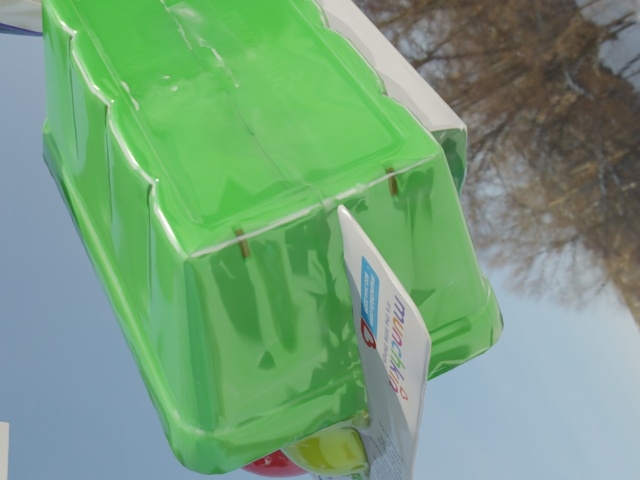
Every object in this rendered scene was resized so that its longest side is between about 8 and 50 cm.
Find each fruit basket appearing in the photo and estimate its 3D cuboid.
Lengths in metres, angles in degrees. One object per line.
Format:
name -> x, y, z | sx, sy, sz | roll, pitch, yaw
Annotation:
fruit basket -> -0.019, 0.029, 0.510 | 0.327, 0.165, 0.353 | 56, 168, 38

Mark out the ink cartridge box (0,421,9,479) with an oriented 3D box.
ink cartridge box -> -0.524, 0.415, 1.115 | 0.160, 0.279, 0.384 | 20, -120, -51

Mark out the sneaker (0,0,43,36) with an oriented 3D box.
sneaker -> -0.312, -0.183, 0.678 | 0.323, 0.236, 0.130 | 20, -122, -13
